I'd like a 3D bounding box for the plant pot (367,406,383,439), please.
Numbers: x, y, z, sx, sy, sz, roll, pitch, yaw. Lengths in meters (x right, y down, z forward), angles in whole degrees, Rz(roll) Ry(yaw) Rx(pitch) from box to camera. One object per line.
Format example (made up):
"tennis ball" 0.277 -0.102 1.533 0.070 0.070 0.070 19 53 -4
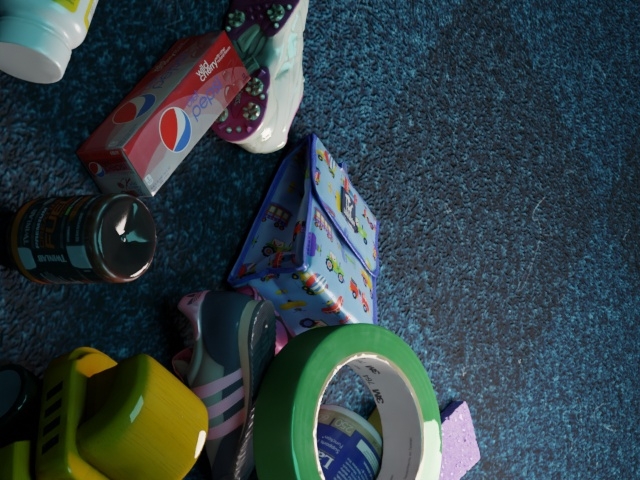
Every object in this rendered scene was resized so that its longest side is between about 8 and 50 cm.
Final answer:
"plant pot" 0.116 0.324 2.247 0.083 0.081 0.081 -43 123 -30

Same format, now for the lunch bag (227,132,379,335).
"lunch bag" 0.000 0.000 2.089 0.221 0.138 0.293 49 40 -39

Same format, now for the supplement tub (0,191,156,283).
"supplement tub" -0.296 0.000 1.619 0.106 0.198 0.106 5 84 -53

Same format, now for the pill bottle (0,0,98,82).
"pill bottle" -0.326 -0.303 1.655 0.119 0.119 0.208 37 60 -45

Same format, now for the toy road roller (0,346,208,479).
"toy road roller" -0.260 0.270 1.569 0.202 0.241 0.329 47 27 -41

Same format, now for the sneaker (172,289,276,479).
"sneaker" -0.141 0.208 1.906 0.112 0.131 0.319 -47 148 -61

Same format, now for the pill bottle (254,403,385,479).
"pill bottle" -0.023 0.376 2.000 0.264 0.153 0.153 -51 127 -41

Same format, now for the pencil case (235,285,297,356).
"pencil case" -0.080 0.162 1.986 0.209 0.098 0.095 56 29 -31

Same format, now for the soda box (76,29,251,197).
"soda box" -0.204 -0.170 1.830 0.263 0.092 0.083 -56 129 -37

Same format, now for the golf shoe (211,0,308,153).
"golf shoe" -0.073 -0.270 2.007 0.140 0.115 0.306 36 67 -58

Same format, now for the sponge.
"sponge" 0.206 0.378 2.397 0.210 0.031 0.117 -33 114 -47

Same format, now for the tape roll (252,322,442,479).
"tape roll" 0.043 0.277 1.921 0.321 0.077 0.321 11 75 -47
